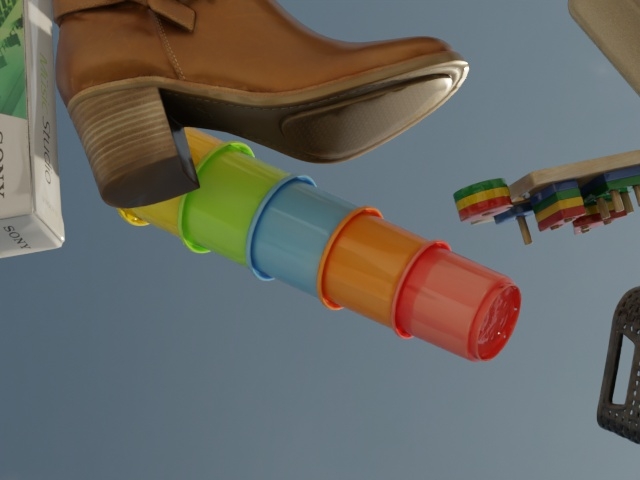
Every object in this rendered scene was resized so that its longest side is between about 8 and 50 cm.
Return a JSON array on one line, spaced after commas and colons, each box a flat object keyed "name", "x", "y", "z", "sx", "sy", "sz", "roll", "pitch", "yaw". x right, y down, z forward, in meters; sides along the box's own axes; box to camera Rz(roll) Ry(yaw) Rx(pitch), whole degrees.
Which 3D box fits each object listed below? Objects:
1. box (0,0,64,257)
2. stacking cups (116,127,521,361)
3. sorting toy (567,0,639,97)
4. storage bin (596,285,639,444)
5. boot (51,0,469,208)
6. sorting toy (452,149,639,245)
[{"name": "box", "x": -0.318, "y": -0.084, "z": 1.029, "sx": 0.322, "sy": 0.058, "sz": 0.232, "roll": -10, "pitch": -113, "yaw": 7}, {"name": "stacking cups", "x": 0.000, "y": 0.000, "z": 1.239, "sx": 0.316, "sy": 0.096, "sz": 0.096, "roll": 24, "pitch": -127, "yaw": 26}, {"name": "sorting toy", "x": 0.293, "y": -0.130, "z": 1.163, "sx": 0.196, "sy": 0.047, "sz": 0.348, "roll": -18, "pitch": -130, "yaw": -17}, {"name": "storage bin", "x": 0.313, "y": 0.094, "z": 1.367, "sx": 0.180, "sy": 0.122, "sz": 0.084, "roll": -13, "pitch": -153, "yaw": -44}, {"name": "boot", "x": -0.054, "y": -0.157, "z": 1.227, "sx": 0.283, "sy": 0.109, "sz": 0.220, "roll": -18, "pitch": -114, "yaw": 3}, {"name": "sorting toy", "x": 0.225, "y": -0.034, "z": 1.487, "sx": 0.274, "sy": 0.132, "sz": 0.046, "roll": -12, "pitch": -100, "yaw": -23}]
